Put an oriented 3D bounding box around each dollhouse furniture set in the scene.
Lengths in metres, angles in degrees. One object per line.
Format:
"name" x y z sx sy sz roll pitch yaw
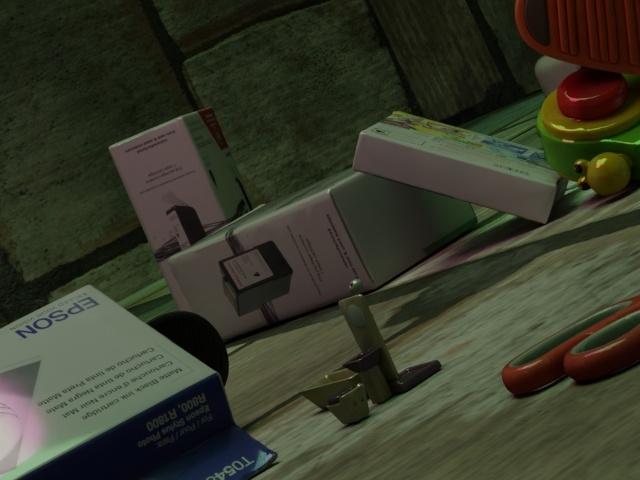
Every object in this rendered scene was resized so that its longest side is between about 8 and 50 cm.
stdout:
"dollhouse furniture set" 0.004 0.080 1.190 0.091 0.081 0.114 -29 5 -39

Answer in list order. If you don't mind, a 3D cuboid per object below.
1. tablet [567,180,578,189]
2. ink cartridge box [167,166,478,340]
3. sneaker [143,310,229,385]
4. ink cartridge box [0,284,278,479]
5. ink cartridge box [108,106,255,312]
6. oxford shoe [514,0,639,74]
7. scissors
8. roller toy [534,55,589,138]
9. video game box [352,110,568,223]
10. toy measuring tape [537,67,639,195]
"tablet" 0.269 -0.061 1.904 0.083 0.006 0.054 -21 6 45
"ink cartridge box" 0.000 0.000 1.959 0.289 0.121 0.211 -21 6 45
"sneaker" -0.222 0.159 1.301 0.295 0.123 0.178 -32 4 -34
"ink cartridge box" -0.181 0.130 1.136 0.223 0.045 0.224 -28 39 -30
"ink cartridge box" -0.161 -0.030 2.310 0.114 0.272 0.197 -21 5 11
"oxford shoe" 0.359 -0.236 1.687 0.364 0.129 0.133 -5 12 -9
"scissors" 0.236 0.015 1.010 0.297 0.021 0.109 -29 3 -24
"roller toy" 0.382 -0.216 2.209 0.209 0.146 0.191 -28 5 -36
"video game box" 0.151 -0.079 1.771 0.205 0.048 0.187 16 17 11
"toy measuring tape" 0.281 -0.148 1.725 0.121 0.121 0.330 -24 29 27
